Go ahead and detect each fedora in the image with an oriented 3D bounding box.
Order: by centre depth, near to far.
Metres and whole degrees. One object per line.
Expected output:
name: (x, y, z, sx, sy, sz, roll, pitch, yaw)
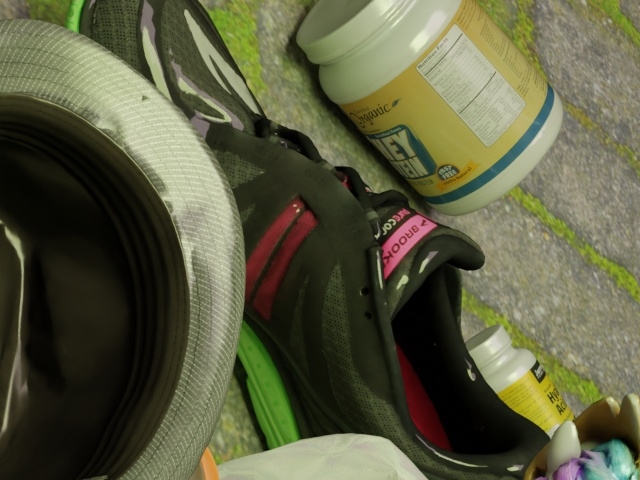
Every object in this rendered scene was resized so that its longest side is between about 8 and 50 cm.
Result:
fedora: (-0.168, 0.038, 0.972, 0.243, 0.124, 0.275, 36, 51, -29)

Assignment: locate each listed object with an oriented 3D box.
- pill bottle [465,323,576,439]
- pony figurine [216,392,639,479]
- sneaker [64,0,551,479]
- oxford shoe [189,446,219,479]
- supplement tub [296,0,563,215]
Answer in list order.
pill bottle: (0.159, 0.129, 1.580, 0.116, 0.065, 0.065, 55, 35, -7)
pony figurine: (0.103, 0.247, 1.212, 0.303, 0.351, 0.363, 64, 1, 38)
sneaker: (0.000, 0.000, 1.351, 0.483, 0.202, 0.185, 55, 34, -8)
oxford shoe: (-0.197, 0.234, 1.012, 0.130, 0.133, 0.363, 49, 55, 2)
supplement tub: (0.090, -0.134, 1.612, 0.200, 0.144, 0.144, 46, 37, -20)
